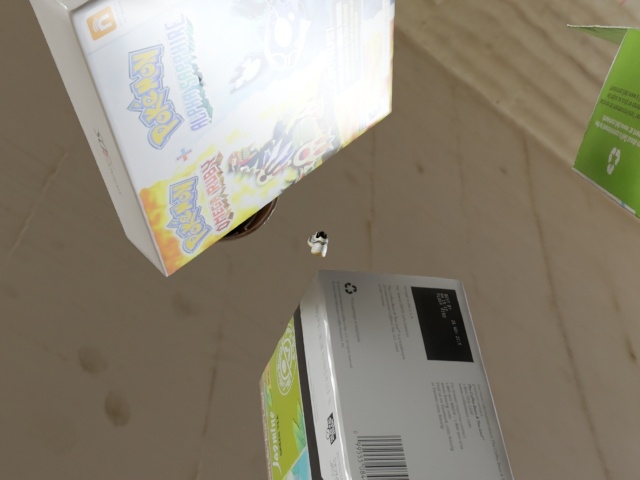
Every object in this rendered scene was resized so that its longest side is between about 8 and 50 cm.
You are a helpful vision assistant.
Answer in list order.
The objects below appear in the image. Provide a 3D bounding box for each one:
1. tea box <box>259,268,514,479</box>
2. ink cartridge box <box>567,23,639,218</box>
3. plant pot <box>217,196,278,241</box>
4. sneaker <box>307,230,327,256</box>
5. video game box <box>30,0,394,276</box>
[{"bbox_3d":[0.068,0.264,1.199,0.220,0.323,0.329,5,-129,-17],"label":"tea box"},{"bbox_3d":[0.253,-0.057,0.537,0.188,0.097,0.255,17,-166,-5],"label":"ink cartridge box"},{"bbox_3d":[-0.157,-0.062,1.137,0.167,0.165,0.167,5,-104,-21],"label":"plant pot"},{"bbox_3d":[0.000,0.000,1.501,0.032,0.037,0.083,15,-167,-13],"label":"sneaker"},{"bbox_3d":[-0.039,-0.098,0.467,0.048,0.187,0.205,44,159,27],"label":"video game box"}]
